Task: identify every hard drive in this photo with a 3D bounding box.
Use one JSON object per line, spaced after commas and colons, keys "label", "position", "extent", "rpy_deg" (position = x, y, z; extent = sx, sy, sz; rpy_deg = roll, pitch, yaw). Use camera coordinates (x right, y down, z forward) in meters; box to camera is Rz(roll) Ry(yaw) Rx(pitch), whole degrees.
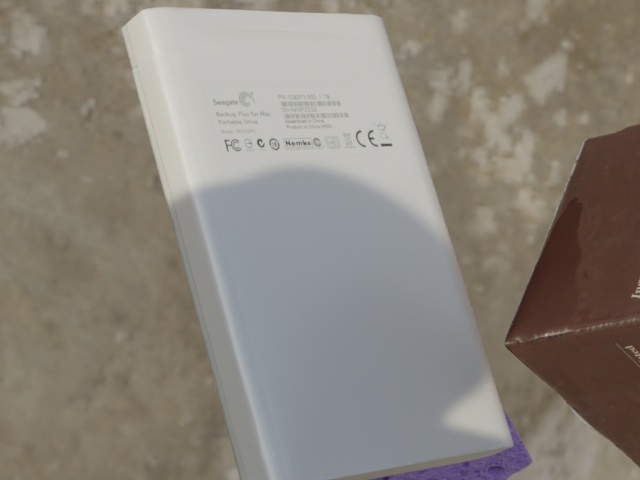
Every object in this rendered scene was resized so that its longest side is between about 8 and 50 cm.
{"label": "hard drive", "position": [0.000, 0.000, 1.135], "extent": [0.203, 0.040, 0.308], "rpy_deg": [-4, 72, -40]}

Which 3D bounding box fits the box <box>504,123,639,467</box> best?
{"label": "box", "position": [0.254, 0.029, 1.044], "extent": [0.168, 0.203, 0.167], "rpy_deg": [41, 57, -26]}

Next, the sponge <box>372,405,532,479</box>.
{"label": "sponge", "position": [0.063, 0.194, 1.457], "extent": [0.210, 0.031, 0.117], "rpy_deg": [-32, 131, 1]}
